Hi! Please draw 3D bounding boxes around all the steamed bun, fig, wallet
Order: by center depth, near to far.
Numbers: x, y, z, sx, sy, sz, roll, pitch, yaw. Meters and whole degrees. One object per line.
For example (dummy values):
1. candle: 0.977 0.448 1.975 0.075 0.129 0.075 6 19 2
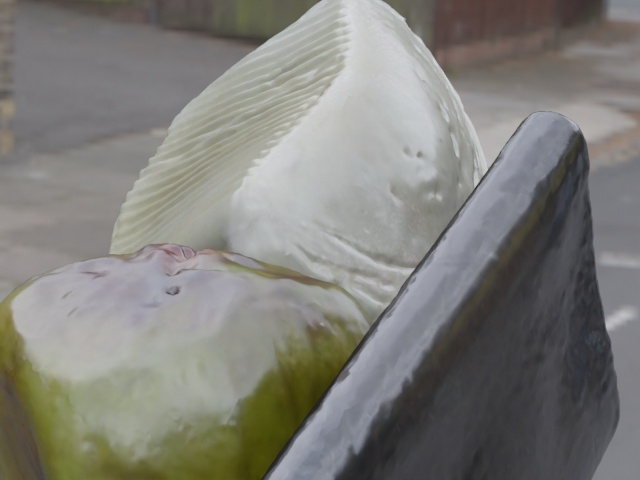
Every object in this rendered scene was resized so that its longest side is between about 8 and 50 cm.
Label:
1. wallet: 0.022 0.109 0.633 0.044 0.170 0.321 11 43 30
2. fig: -0.056 0.082 0.688 0.154 0.165 0.144 23 -27 -27
3. steamed bun: 0.002 0.004 1.352 0.247 0.236 0.383 -37 18 28
